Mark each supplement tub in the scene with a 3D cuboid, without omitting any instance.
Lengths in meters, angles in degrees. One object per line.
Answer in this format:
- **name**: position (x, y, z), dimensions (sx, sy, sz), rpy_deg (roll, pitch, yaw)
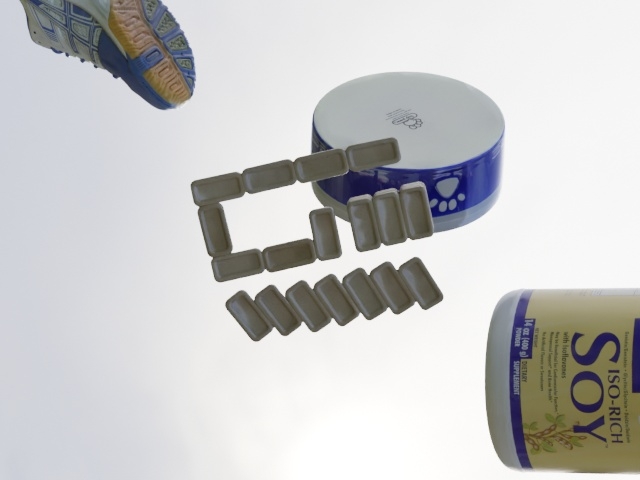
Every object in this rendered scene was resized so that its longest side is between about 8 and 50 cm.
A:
- **supplement tub**: position (0.391, 0.178, 2.297), dimensions (0.241, 0.331, 0.241), rpy_deg (-1, 90, -72)

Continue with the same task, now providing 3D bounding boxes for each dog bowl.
- **dog bowl**: position (0.117, -0.122, 2.454), dimensions (0.265, 0.265, 0.104), rpy_deg (49, -33, 47)

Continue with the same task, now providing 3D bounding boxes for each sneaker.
- **sneaker**: position (-0.270, -0.257, 2.138), dimensions (0.131, 0.112, 0.296), rpy_deg (-41, -91, 32)

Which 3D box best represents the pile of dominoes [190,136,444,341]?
- **pile of dominoes**: position (0.000, 0.000, 2.001), dimensions (0.040, 0.251, 0.196), rpy_deg (-75, 153, -81)
